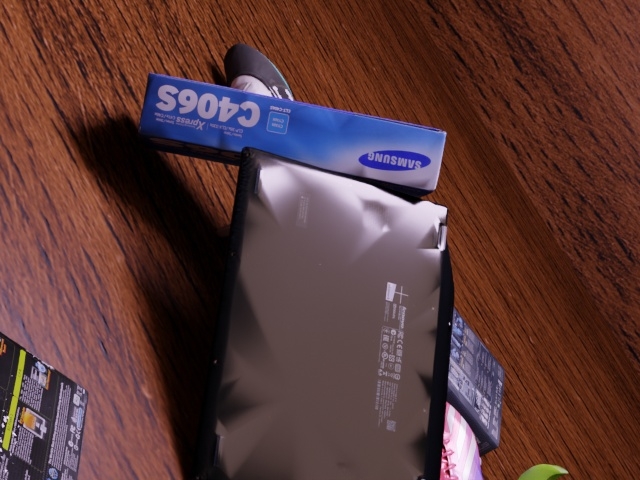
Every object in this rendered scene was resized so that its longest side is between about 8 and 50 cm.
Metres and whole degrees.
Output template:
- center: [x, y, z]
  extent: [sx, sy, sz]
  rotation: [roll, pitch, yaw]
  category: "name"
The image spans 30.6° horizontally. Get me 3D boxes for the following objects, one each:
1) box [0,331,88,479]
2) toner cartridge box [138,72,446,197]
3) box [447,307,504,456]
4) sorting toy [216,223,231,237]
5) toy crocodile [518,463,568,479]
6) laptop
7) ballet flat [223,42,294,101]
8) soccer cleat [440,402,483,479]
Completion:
- center: [-0.271, 0.152, 0.927]
  extent: [0.184, 0.045, 0.191]
  rotation: [39, 28, -31]
  category: "box"
- center: [-0.038, -0.120, 1.408]
  extent: [0.348, 0.075, 0.165]
  rotation: [11, -2, -4]
  category: "toner cartridge box"
- center: [0.210, 0.208, 1.834]
  extent: [0.183, 0.059, 0.233]
  rotation: [51, 23, -14]
  category: "box"
- center: [0.000, 0.000, 1.519]
  extent: [0.208, 0.193, 0.038]
  rotation: [28, 51, -48]
  category: "sorting toy"
- center: [0.365, 0.488, 1.700]
  extent: [0.115, 0.105, 0.340]
  rotation: [32, 32, -45]
  category: "toy crocodile"
- center: [0.030, 0.153, 1.380]
  extent: [0.408, 0.236, 0.382]
  rotation: [16, 66, -21]
  category: "laptop"
- center: [-0.072, -0.169, 1.740]
  extent: [0.280, 0.095, 0.096]
  rotation: [57, 34, 3]
  category: "ballet flat"
- center: [0.174, 0.319, 1.582]
  extent: [0.095, 0.083, 0.248]
  rotation: [18, 46, -51]
  category: "soccer cleat"
